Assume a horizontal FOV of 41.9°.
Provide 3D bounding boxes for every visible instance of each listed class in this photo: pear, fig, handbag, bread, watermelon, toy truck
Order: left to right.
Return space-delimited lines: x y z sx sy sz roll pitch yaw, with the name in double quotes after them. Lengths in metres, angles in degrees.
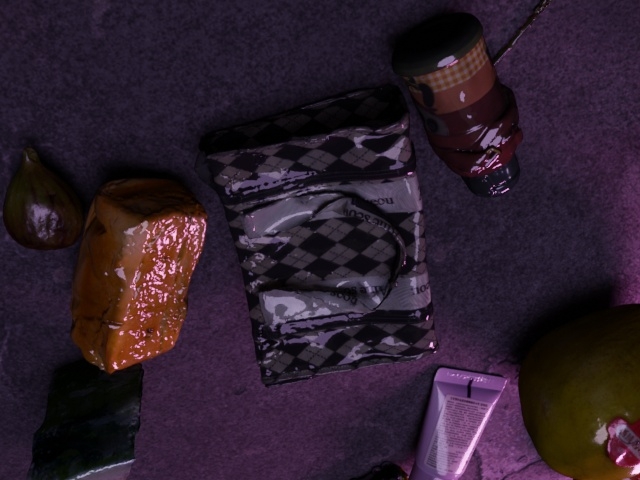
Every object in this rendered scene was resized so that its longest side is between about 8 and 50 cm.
-0.395 -0.060 1.186 0.109 0.103 0.155 -21 122 -44 "fig"
-0.391 0.340 1.355 0.151 0.264 0.302 10 124 -17 "watermelon"
-0.278 0.049 1.240 0.166 0.132 0.295 -8 127 -36 "bread"
0.000 0.000 1.269 0.316 0.180 0.416 -10 119 -1 "handbag"
0.119 0.500 1.691 0.123 0.052 0.063 -30 130 7 "toy truck"
0.524 0.253 1.491 0.287 0.287 0.375 34 94 -29 "pear"

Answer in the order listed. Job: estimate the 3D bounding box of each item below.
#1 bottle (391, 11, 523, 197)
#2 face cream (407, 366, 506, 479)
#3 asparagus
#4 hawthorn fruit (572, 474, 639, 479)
0.213 -0.178 1.197 0.143 0.156 0.271 -3 131 38 "bottle"
0.251 0.376 1.625 0.154 0.096 0.274 13 106 -17 "face cream"
0.282 -0.292 1.224 0.016 0.013 0.166 26 116 -37 "asparagus"
0.600 0.480 1.708 0.181 0.181 0.235 -22 124 3 "hawthorn fruit"
